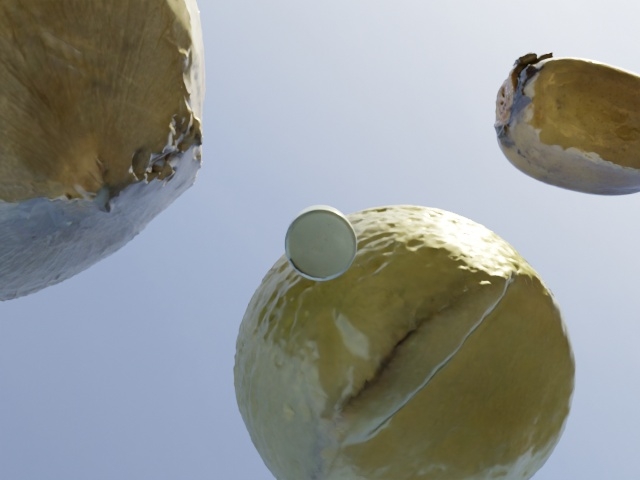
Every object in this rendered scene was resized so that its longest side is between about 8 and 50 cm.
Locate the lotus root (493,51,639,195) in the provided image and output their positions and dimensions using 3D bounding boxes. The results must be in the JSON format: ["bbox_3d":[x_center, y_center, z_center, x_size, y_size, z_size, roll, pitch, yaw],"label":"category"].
[{"bbox_3d":[0.376,-0.136,1.273,0.310,0.183,0.183,13,-130,3],"label":"lotus root"}]

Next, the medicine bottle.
[{"bbox_3d":[0.000,0.000,0.670,0.047,0.047,0.083,45,-177,-3],"label":"medicine bottle"}]

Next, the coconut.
[{"bbox_3d":[-0.275,-0.129,0.879,0.404,0.404,0.405,19,-128,-26],"label":"coconut"}]

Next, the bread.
[{"bbox_3d":[0.075,0.124,0.953,0.320,0.320,0.237,19,-160,-26],"label":"bread"}]
